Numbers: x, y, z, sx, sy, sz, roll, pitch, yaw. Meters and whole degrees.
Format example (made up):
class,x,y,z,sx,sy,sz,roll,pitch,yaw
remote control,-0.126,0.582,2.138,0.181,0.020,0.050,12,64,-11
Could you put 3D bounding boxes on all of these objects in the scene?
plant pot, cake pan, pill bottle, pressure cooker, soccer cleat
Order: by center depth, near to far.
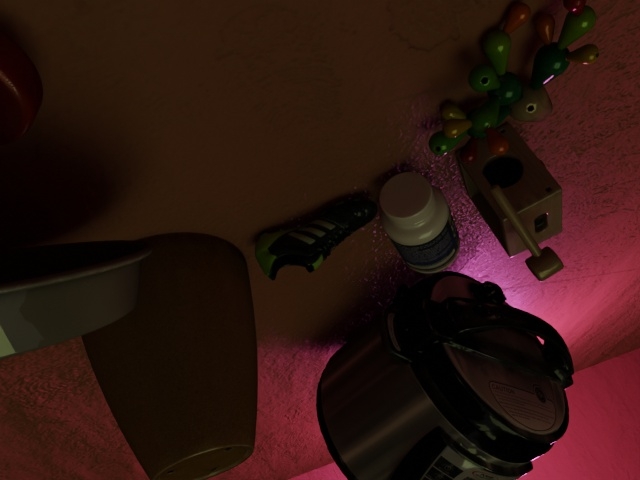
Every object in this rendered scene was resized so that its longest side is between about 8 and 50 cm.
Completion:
class,x,y,z,sx,sy,sz,roll,pitch,yaw
cake pan,-0.290,0.048,0.447,0.294,0.054,0.293,-5,-173,1
plant pot,-0.176,0.160,0.672,0.237,0.254,0.237,-16,146,-11
soccer cleat,0.000,0.000,0.717,0.179,0.072,0.060,-22,148,-2
pill bottle,0.139,-0.025,0.750,0.094,0.094,0.169,-29,148,8
pressure cooker,0.235,0.262,0.992,0.420,0.375,0.370,-47,166,32

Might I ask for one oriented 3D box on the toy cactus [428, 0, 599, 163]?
class,x,y,z,sx,sy,sz,roll,pitch,yaw
toy cactus,0.232,-0.167,0.612,0.181,0.112,0.219,1,133,-50

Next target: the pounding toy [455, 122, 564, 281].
class,x,y,z,sx,sy,sz,roll,pitch,yaw
pounding toy,0.270,-0.049,0.693,0.094,0.205,0.181,-29,147,9

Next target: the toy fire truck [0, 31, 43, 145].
class,x,y,z,sx,sy,sz,roll,pitch,yaw
toy fire truck,-0.332,-0.103,0.292,0.254,0.169,0.302,1,144,-3
